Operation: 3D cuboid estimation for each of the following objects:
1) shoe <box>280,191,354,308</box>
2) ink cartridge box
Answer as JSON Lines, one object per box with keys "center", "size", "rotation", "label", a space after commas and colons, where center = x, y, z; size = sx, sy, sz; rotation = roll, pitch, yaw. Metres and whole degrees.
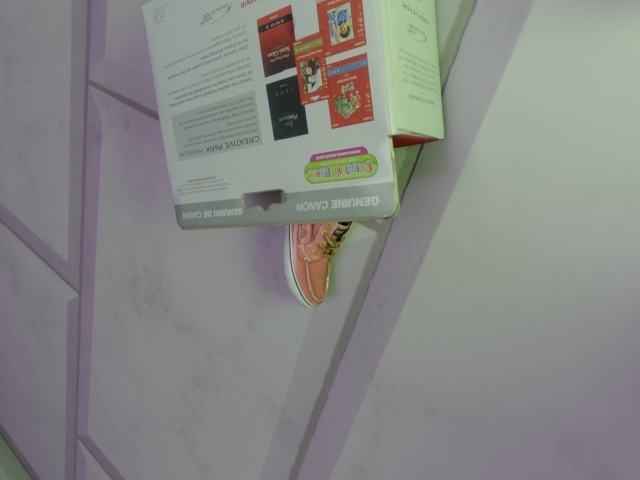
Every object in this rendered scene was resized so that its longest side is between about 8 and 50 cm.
{"center": [0.000, 0.000, 0.523], "size": [0.081, 0.064, 0.177], "rotation": [-4, 94, 40], "label": "shoe"}
{"center": [-0.038, -0.156, 0.465], "size": [0.310, 0.130, 0.271], "rotation": [0, 99, 35], "label": "ink cartridge box"}
